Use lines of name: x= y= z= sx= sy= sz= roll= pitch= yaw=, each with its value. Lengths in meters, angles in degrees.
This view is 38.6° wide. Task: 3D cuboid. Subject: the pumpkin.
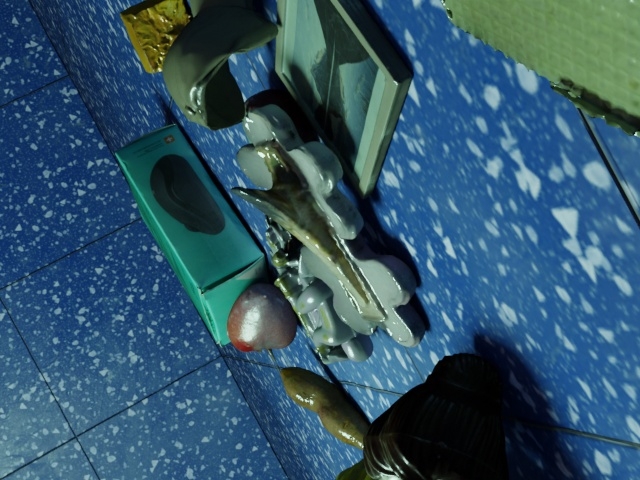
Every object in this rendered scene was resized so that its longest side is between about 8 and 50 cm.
pumpkin: x=-0.185 y=-0.244 z=1.059 sx=0.054 sy=0.074 sz=0.083 roll=45 pitch=159 yaw=54

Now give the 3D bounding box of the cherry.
cherry: x=-0.084 y=0.118 z=1.376 sx=0.087 sy=0.106 sz=0.126 roll=-101 pitch=29 yaw=-57

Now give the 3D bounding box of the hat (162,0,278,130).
hat: x=-0.109 y=-0.182 z=0.803 sx=0.147 sy=0.085 sz=0.175 roll=115 pitch=137 yaw=-59

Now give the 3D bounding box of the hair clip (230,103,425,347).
hair clip: x=0.005 y=-0.005 z=0.814 sx=0.146 sy=0.075 sz=0.257 roll=-3 pitch=133 yaw=54

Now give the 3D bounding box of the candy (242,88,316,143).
candy: x=-0.038 y=-0.097 z=0.884 sx=0.103 sy=0.043 sz=0.103 roll=54 pitch=166 yaw=21

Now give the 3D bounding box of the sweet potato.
sweet potato: x=0.017 y=0.244 z=1.330 sx=0.218 sy=0.065 sz=0.051 roll=34 pitch=128 yaw=41

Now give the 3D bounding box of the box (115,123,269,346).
box: x=-0.200 y=-0.010 z=1.485 sx=0.311 sy=0.118 sz=0.205 roll=55 pitch=167 yaw=27

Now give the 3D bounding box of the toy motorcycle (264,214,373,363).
toy motorcycle: x=0.005 y=0.066 z=0.990 sx=0.152 sy=0.073 sz=0.225 roll=45 pitch=161 yaw=45

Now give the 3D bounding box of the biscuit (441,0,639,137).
biscuit: x=0.076 y=-0.166 z=0.319 sx=0.147 sy=0.046 sz=0.249 roll=47 pitch=161 yaw=50

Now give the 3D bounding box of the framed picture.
framed picture: x=0.009 y=-0.130 z=0.703 sx=0.150 sy=0.015 sz=0.203 roll=58 pitch=166 yaw=14

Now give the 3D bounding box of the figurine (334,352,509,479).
figurine: x=0.087 y=0.227 z=0.803 sx=0.187 sy=0.168 sz=0.315 roll=43 pitch=158 yaw=22
